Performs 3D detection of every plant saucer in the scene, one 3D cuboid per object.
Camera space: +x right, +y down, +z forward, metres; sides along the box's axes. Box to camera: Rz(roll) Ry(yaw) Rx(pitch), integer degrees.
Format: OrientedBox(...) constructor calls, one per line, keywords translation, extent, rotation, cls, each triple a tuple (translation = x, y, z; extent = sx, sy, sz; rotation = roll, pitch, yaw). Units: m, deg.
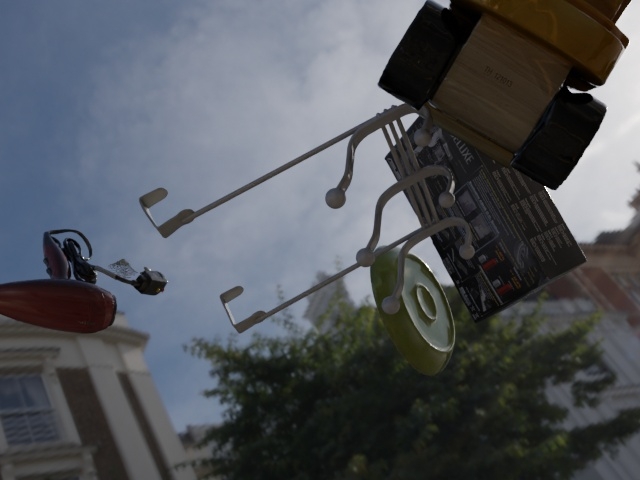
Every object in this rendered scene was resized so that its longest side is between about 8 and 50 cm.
OrientedBox(translation=(0.167, 0.111, 1.637), extent=(0.037, 0.241, 0.241), rotation=(-27, -33, 27), cls="plant saucer")

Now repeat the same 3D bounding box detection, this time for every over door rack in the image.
OrientedBox(translation=(0.000, 0.000, 1.074), extent=(0.324, 0.108, 0.239), rotation=(-19, -39, 8), cls="over door rack")

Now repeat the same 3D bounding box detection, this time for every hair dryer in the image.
OrientedBox(translation=(-0.402, 0.072, 1.490), extent=(0.293, 0.223, 0.080), rotation=(-21, -50, -63), cls="hair dryer")

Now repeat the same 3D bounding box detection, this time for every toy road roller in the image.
OrientedBox(translation=(0.207, -0.203, 0.961), extent=(0.241, 0.202, 0.329), rotation=(-59, -3, 9), cls="toy road roller")

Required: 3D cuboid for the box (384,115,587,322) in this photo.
OrientedBox(translation=(0.231, -0.053, 1.418), extent=(0.076, 0.308, 0.242), rotation=(-24, -11, -22), cls="box")
